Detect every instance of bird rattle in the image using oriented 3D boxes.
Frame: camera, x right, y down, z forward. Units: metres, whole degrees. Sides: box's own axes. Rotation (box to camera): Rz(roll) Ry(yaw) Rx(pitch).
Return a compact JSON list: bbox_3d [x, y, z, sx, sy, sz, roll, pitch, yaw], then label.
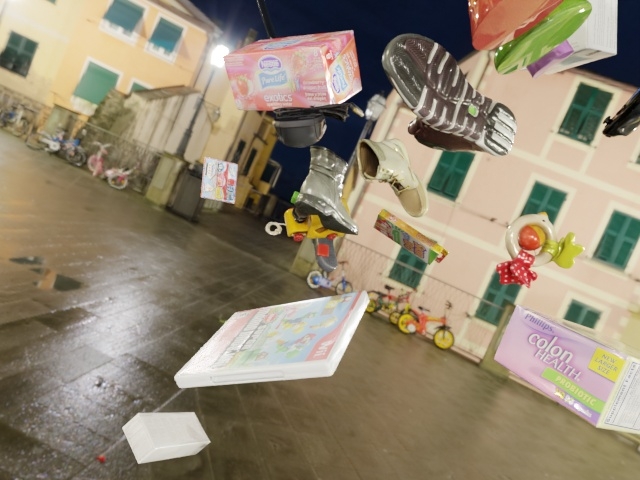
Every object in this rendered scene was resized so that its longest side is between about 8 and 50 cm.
[{"bbox_3d":[0.655,0.025,1.415,0.253,0.207,0.143,-20,-3,2],"label":"bird rattle"}]

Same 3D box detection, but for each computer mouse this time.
[{"bbox_3d":[0.000,-0.228,0.896,0.183,0.060,0.262,-5,22,-3],"label":"computer mouse"}]

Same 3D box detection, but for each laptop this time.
[{"bbox_3d":[-0.231,-0.661,1.306,0.264,0.137,0.234,18,18,-6],"label":"laptop"}]

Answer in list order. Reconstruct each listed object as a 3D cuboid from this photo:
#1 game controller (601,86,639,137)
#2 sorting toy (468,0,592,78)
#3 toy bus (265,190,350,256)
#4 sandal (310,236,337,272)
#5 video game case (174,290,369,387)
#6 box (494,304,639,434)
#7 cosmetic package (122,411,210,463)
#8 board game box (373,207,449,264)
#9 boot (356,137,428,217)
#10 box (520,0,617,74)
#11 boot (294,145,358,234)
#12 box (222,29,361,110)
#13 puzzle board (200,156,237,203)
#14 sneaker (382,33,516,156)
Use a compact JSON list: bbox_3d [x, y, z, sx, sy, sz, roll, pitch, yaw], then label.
[{"bbox_3d":[0.736,-0.362,0.971,0.067,0.319,0.166,41,-3,23],"label":"game controller"},{"bbox_3d":[0.253,-0.307,0.583,0.365,0.127,0.126,-14,74,-57],"label":"sorting toy"},{"bbox_3d":[-0.017,-0.067,1.257,0.190,0.202,0.104,34,-36,5],"label":"toy bus"},{"bbox_3d":[-0.001,0.000,1.469,0.097,0.054,0.255,30,37,-27],"label":"sandal"},{"bbox_3d":[-0.076,0.162,0.755,0.285,0.025,0.204,-13,18,26],"label":"video game case"},{"bbox_3d":[0.481,0.227,0.794,0.242,0.118,0.213,19,6,-25],"label":"box"},{"bbox_3d":[-0.383,0.493,1.147,0.099,0.060,0.239,51,2,27],"label":"cosmetic package"},{"bbox_3d":[0.300,-0.005,1.523,0.259,0.039,0.124,32,-18,9],"label":"board game box"},{"bbox_3d":[0.172,-0.147,1.091,0.077,0.213,0.165,-26,-7,37],"label":"boot"},{"bbox_3d":[0.588,-0.515,1.087,0.118,0.182,0.181,-4,5,-27],"label":"box"},{"bbox_3d":[0.042,-0.117,1.108,0.083,0.161,0.246,9,-15,36],"label":"boot"},{"bbox_3d":[-0.070,-0.410,1.111,0.299,0.142,0.154,11,40,34],"label":"box"},{"bbox_3d":[-0.286,-0.171,1.288,0.096,0.128,0.011,10,-24,-25],"label":"puzzle board"},{"bbox_3d":[0.173,-0.211,0.741,0.281,0.107,0.162,27,-9,-29],"label":"sneaker"}]
